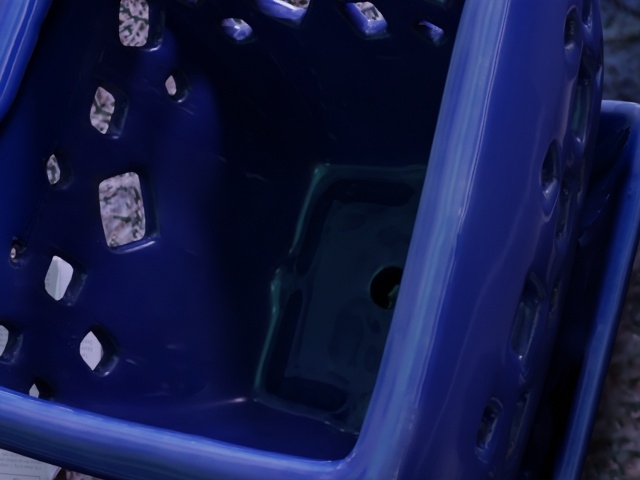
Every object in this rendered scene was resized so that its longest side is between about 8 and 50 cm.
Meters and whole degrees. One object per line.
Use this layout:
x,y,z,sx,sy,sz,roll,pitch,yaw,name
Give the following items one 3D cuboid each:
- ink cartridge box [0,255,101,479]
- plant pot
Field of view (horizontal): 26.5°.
-0.186,0.098,0.740,0.145,0.045,0.179,-1,87,30,ink cartridge box
0.000,0.000,0.550,0.236,0.212,0.236,6,73,34,plant pot
